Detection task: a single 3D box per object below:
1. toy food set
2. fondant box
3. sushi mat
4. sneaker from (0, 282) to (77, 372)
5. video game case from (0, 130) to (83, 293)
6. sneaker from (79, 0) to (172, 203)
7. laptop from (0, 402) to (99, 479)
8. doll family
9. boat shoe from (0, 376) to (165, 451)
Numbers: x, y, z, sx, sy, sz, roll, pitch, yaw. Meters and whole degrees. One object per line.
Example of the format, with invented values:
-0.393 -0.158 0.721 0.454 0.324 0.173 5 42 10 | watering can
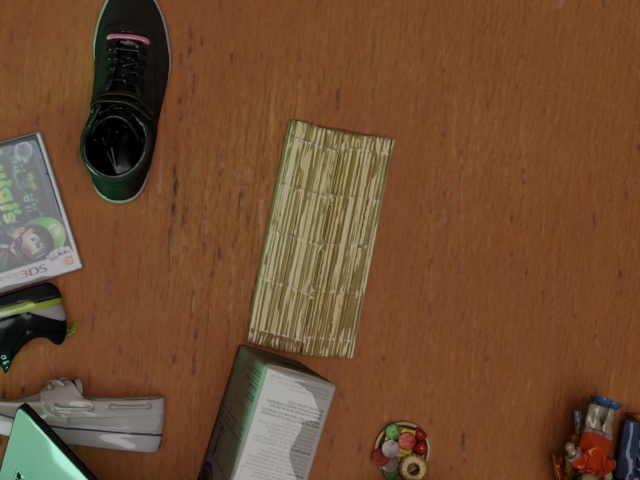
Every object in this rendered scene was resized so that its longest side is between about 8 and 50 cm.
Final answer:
0.113 0.293 1.633 0.082 0.020 0.083 12 89 -9 | toy food set
-0.093 0.310 1.488 0.096 0.238 0.330 19 88 -11 | fondant box
0.000 0.000 1.612 0.151 0.019 0.316 12 89 -11 | sushi mat
-0.430 0.129 1.508 0.234 0.084 0.097 -18 95 -9 | sneaker
-0.421 -0.028 1.539 0.173 0.022 0.190 -17 93 -9 | video game case
-0.245 -0.197 1.505 0.104 0.147 0.296 5 88 -8 | sneaker
-0.349 0.486 1.380 0.382 0.408 0.236 42 43 18 | laptop
0.414 0.317 1.653 0.263 0.118 0.163 20 81 -27 | doll family
-0.329 0.218 1.530 0.258 0.095 0.084 11 85 -20 | boat shoe
